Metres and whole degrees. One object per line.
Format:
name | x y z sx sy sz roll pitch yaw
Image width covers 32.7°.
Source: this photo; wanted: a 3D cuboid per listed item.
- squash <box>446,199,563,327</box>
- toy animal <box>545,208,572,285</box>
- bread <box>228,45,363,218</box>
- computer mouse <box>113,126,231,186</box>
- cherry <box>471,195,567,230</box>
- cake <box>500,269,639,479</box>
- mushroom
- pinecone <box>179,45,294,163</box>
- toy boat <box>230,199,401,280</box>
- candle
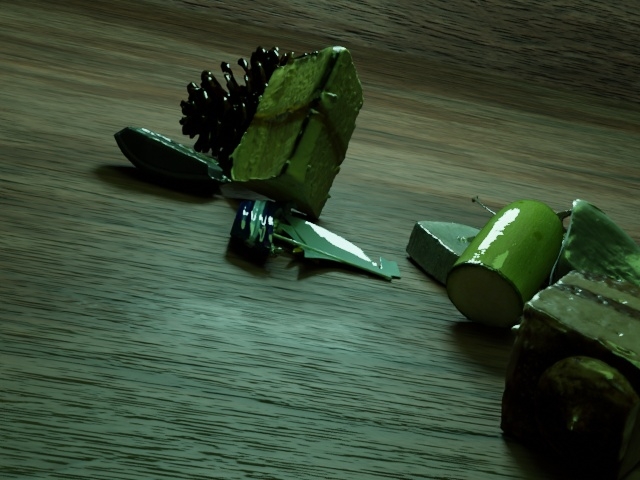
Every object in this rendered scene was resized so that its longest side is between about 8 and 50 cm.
squash | 0.306 0.017 1.733 0.132 0.132 0.247 22 46 20
toy animal | 0.415 0.043 1.879 0.188 0.179 0.089 -14 -5 -16
bread | -0.049 -0.209 1.905 0.198 0.263 0.236 20 -10 6
computer mouse | -0.271 -0.140 1.981 0.231 0.071 0.126 24 6 -1
cherry | 0.382 -0.017 2.018 0.148 0.115 0.188 -11 20 -10
cake | 0.341 0.177 1.389 0.198 0.196 0.293 24 28 29
mushroom | 0.527 0.075 1.777 0.328 0.159 0.122 28 18 9
pinecone | -0.141 -0.259 2.136 0.292 0.246 0.246 -9 29 -27
toy boat | 0.000 0.000 1.802 0.291 0.067 0.220 16 19 -3
candle | 0.233 0.021 1.880 0.168 0.068 0.192 22 21 10
